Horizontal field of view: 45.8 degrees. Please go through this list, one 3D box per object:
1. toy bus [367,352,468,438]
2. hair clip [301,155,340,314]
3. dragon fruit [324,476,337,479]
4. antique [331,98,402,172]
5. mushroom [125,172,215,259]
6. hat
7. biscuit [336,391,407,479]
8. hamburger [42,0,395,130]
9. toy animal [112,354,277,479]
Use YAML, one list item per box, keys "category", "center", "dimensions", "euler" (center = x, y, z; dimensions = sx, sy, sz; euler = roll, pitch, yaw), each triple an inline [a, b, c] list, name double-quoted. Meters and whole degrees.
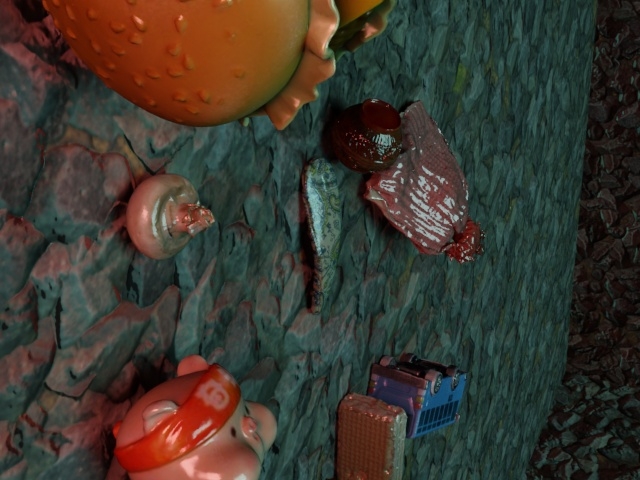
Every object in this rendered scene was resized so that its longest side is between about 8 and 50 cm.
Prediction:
- category: "toy bus"
  center: [0.179, 0.285, 1.394]
  dimensions: [0.234, 0.116, 0.133]
  euler: [11, 90, -61]
- category: "hair clip"
  center: [0.002, 0.000, 1.032]
  dimensions: [0.066, 0.036, 0.229]
  euler: [-26, 123, -49]
- category: "dragon fruit"
  center: [0.007, 0.493, 1.168]
  dimensions: [0.125, 0.125, 0.246]
  euler: [33, 54, -47]
- category: "antique"
  center: [0.063, -0.138, 1.030]
  dimensions: [0.104, 0.104, 0.104]
  euler: [-32, 128, -55]
- category: "mushroom"
  center: [-0.137, -0.021, 0.712]
  dimensions: [0.085, 0.079, 0.085]
  euler: [-40, 137, -52]
- category: "hat"
  center: [0.181, -0.070, 1.264]
  dimensions: [0.286, 0.107, 0.236]
  euler: [49, 54, -28]
- category: "biscuit"
  center: [0.082, 0.372, 1.247]
  dimensions: [0.062, 0.108, 0.238]
  euler: [-28, 124, -54]
- category: "hamburger"
  center: [-0.086, -0.210, 0.543]
  dimensions: [0.212, 0.274, 0.274]
  euler: [-47, 139, -35]
- category: "toy animal"
  center: [-0.127, 0.219, 0.750]
  dimensions: [0.171, 0.171, 0.197]
  euler: [-22, 123, -58]
